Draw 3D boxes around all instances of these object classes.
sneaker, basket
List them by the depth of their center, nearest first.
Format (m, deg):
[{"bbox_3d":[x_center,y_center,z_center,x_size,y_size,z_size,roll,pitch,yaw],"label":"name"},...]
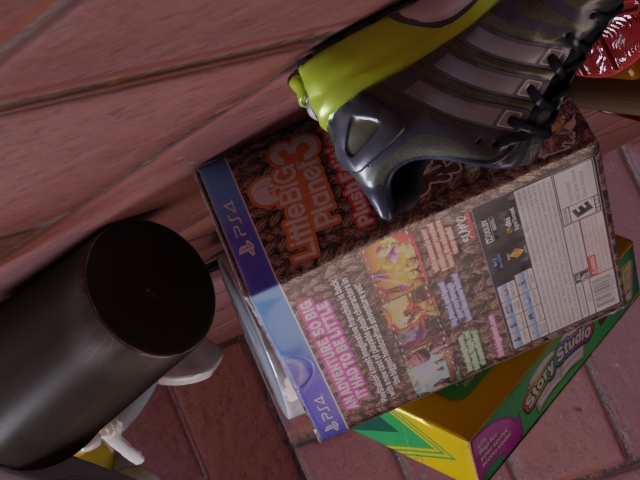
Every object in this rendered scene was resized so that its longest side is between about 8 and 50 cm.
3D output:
[{"bbox_3d":[0.124,-0.112,1.004,0.300,0.121,0.111,-27,175,35],"label":"sneaker"},{"bbox_3d":[0.202,-0.170,1.140,0.128,0.087,0.221,-31,-169,-20],"label":"sneaker"},{"bbox_3d":[-0.205,0.085,1.463,0.227,0.154,0.204,-36,-166,47],"label":"basket"}]

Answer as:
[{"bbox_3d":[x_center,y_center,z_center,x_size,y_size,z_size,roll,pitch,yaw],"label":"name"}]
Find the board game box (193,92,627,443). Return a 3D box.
[{"bbox_3d":[0.080,0.000,1.338,0.291,0.141,0.232,-24,142,-1],"label":"board game box"}]

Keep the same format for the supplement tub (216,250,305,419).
[{"bbox_3d":[0.074,0.043,1.850,0.331,0.241,0.241,-23,176,-7],"label":"supplement tub"}]

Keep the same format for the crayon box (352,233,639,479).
[{"bbox_3d":[0.165,0.097,2.023,0.313,0.106,0.363,23,-125,34],"label":"crayon box"}]

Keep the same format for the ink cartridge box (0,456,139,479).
[{"bbox_3d":[-0.349,0.337,1.605,0.394,0.286,0.166,13,179,32],"label":"ink cartridge box"}]

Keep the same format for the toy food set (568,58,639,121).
[{"bbox_3d":[0.278,-0.164,1.414,0.104,0.111,0.232,11,-149,36],"label":"toy food set"}]

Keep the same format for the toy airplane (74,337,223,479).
[{"bbox_3d":[-0.258,0.228,1.927,0.384,0.272,0.386,-47,161,12],"label":"toy airplane"}]

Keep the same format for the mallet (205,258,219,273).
[{"bbox_3d":[-0.096,0.018,2.022,0.062,0.039,0.189,-17,177,-31],"label":"mallet"}]
